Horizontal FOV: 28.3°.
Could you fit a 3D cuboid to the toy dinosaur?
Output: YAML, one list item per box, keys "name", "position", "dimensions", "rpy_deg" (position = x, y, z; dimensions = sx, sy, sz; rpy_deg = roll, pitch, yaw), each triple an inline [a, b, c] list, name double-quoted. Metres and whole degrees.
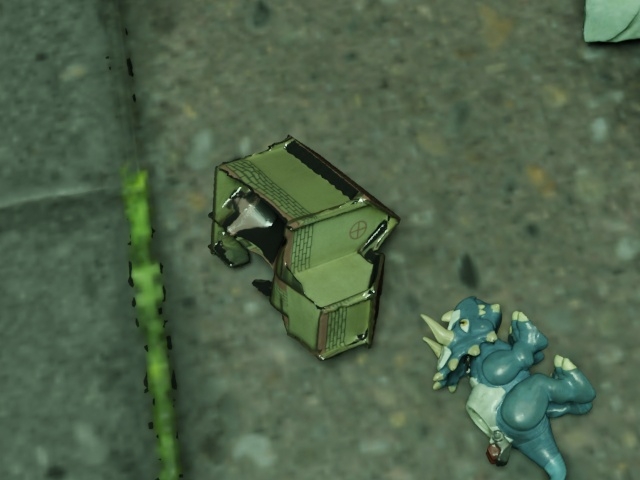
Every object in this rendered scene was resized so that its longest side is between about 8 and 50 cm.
- name: "toy dinosaur"
  position: [0.073, 0.058, 0.495]
  dimensions: [0.047, 0.030, 0.083]
  rpy_deg: [-36, 67, -11]

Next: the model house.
- name: "model house"
  position: [0.000, 0.000, 0.521]
  dimensions: [0.058, 0.057, 0.083]
  rpy_deg: [-20, 41, -34]

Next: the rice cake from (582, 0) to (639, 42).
- name: "rice cake"
  position: [0.137, -0.200, 0.605]
  dimensions: [0.045, 0.042, 0.245]
  rpy_deg: [-6, 63, 14]
